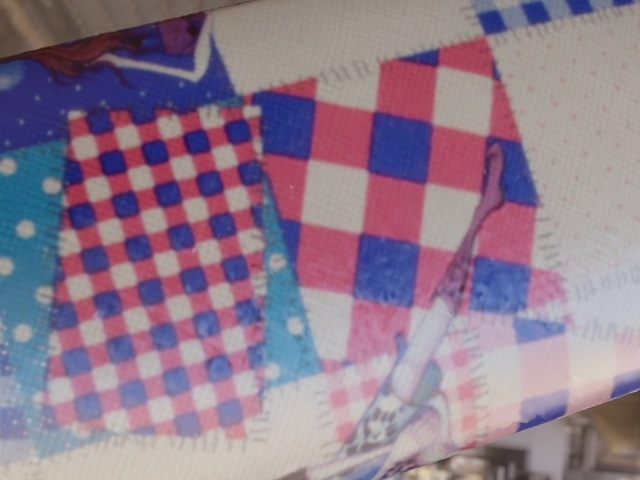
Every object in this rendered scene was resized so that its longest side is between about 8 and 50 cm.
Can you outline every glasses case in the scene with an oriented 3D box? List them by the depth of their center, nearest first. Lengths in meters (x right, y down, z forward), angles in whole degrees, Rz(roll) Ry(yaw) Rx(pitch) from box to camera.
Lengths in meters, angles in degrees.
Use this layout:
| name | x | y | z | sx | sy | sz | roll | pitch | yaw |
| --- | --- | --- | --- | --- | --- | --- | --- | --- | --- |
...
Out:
| name | x | y | z | sx | sy | sz | roll | pitch | yaw |
| --- | --- | --- | --- | --- | --- | --- | --- | --- | --- |
| glasses case | 0.000 | 0.000 | 0.428 | 0.076 | 0.327 | 0.125 | -33 | -106 | 65 |
